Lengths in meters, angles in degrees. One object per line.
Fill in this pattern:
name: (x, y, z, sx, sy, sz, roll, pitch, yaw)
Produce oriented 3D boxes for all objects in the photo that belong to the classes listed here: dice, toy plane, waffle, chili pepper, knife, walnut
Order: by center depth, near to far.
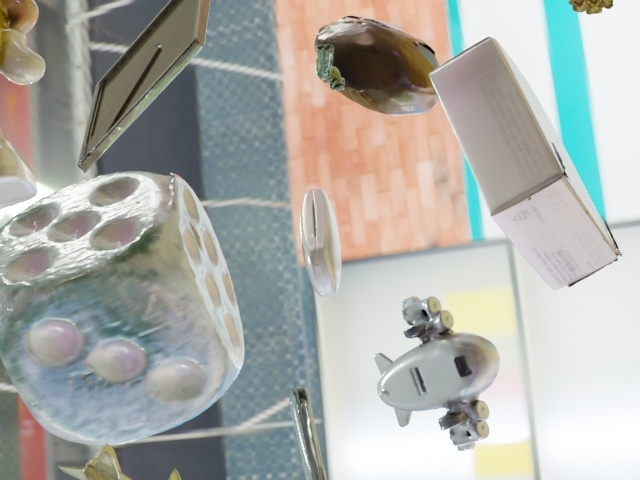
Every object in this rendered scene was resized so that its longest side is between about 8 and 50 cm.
toy plane: (0.122, 0.140, 1.227, 0.080, 0.174, 0.174, -14, -84, -41)
chili pepper: (0.009, -0.190, 1.297, 0.022, 0.027, 0.083, 49, 173, 27)
waffle: (0.304, -0.298, 1.329, 0.016, 0.078, 0.085, -41, -70, -56)
knife: (-0.010, 0.248, 1.363, 0.044, 0.023, 0.162, 118, 143, -57)
toy plane: (-0.239, 0.373, 1.569, 0.244, 0.229, 0.092, 52, -138, -17)
walnut: (0.085, -0.260, 1.754, 0.137, 0.245, 0.137, -38, -40, -41)
dice: (-0.323, 0.103, 1.886, 0.330, 0.348, 0.328, -111, 1, -58)

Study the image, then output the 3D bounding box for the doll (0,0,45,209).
doll: (-0.452, -0.187, 1.219, 0.423, 0.161, 0.348, 46, -121, 4)

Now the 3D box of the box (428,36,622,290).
box: (0.250, -0.094, 1.428, 0.203, 0.106, 0.251, 41, -155, -47)

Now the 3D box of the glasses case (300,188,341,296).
glasses case: (0.000, 0.000, 1.311, 0.164, 0.041, 0.063, -93, -11, -57)

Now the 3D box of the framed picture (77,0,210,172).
framed picture: (-0.252, -0.250, 1.677, 0.020, 0.289, 0.211, 33, -145, -26)
